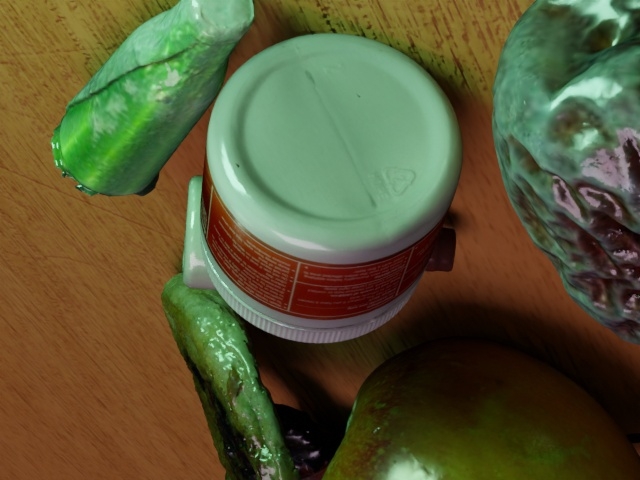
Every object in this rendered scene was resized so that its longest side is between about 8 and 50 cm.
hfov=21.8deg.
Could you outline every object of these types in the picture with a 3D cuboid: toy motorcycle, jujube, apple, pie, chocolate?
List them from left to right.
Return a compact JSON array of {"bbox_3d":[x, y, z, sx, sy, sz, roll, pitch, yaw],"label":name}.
[{"bbox_3d":[-0.137,-0.134,1.418,0.110,0.110,0.291,30,149,-13],"label":"chocolate"},{"bbox_3d":[-0.089,0.185,1.778,0.070,0.323,0.323,-20,151,-10],"label":"pie"},{"bbox_3d":[0.040,0.327,2.054,0.207,0.134,0.401,20,152,20],"label":"toy motorcycle"},{"bbox_3d":[0.164,0.284,1.678,0.374,0.374,0.384,21,-175,5],"label":"apple"},{"bbox_3d":[0.243,-0.056,1.144,0.226,0.226,0.317,6,150,30],"label":"jujube"}]

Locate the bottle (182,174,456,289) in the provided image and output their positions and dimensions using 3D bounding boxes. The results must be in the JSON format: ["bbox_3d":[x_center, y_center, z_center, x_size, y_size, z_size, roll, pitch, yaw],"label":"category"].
[{"bbox_3d":[0.000,0.000,1.499,0.245,0.104,0.104,3,152,-5],"label":"bottle"}]

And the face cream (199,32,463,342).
[{"bbox_3d":[0.004,-0.041,1.356,0.201,0.201,0.187,21,153,4],"label":"face cream"}]

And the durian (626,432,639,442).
[{"bbox_3d":[0.388,0.231,1.659,0.188,0.091,0.148,16,151,24],"label":"durian"}]
